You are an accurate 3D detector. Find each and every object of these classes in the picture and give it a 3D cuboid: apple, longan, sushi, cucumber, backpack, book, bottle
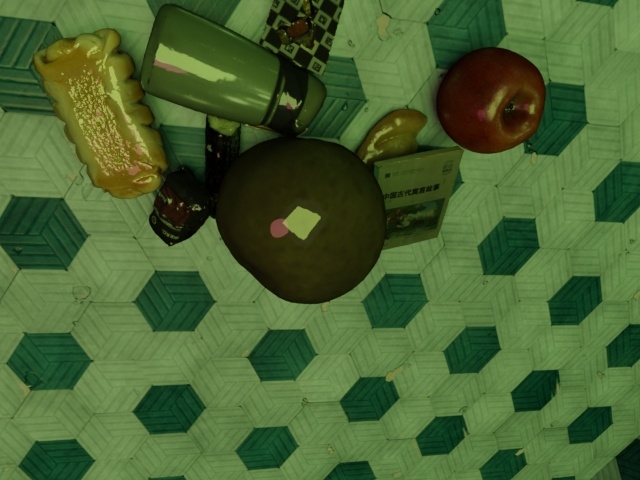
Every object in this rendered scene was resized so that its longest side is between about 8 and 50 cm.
[{"bbox_3d":[0.363,-0.299,0.971,0.218,0.201,0.218,-7,115,-16],"label":"apple"},{"bbox_3d":[-0.036,-0.042,0.928,0.361,0.361,0.360,-4,114,-10],"label":"longan"},{"bbox_3d":[-0.035,-0.435,0.891,0.139,0.031,0.200,20,78,-20],"label":"sushi"},{"bbox_3d":[-0.215,-0.156,0.979,0.075,0.074,0.241,3,120,-13],"label":"cucumber"},{"bbox_3d":[-0.304,-0.063,0.967,0.120,0.106,0.165,41,120,6],"label":"backpack"},{"bbox_3d":[0.210,-0.086,1.066,0.215,0.025,0.282,-13,138,-11],"label":"book"},{"bbox_3d":[-0.156,-0.312,0.879,0.347,0.168,0.168,15,110,-22],"label":"bottle"}]

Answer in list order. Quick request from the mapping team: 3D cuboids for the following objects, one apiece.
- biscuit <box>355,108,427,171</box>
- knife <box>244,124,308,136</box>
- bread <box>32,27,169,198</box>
[{"bbox_3d":[0.144,-0.166,1.063,0.154,0.045,0.299,6,111,-21],"label":"biscuit"},{"bbox_3d":[-0.148,-0.266,0.974,0.256,0.022,0.046,12,107,-17],"label":"knife"},{"bbox_3d":[-0.411,-0.234,0.878,0.173,0.121,0.311,-13,115,0],"label":"bread"}]
